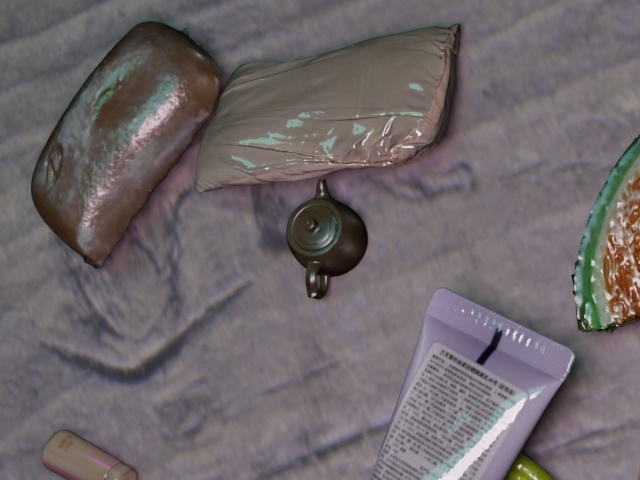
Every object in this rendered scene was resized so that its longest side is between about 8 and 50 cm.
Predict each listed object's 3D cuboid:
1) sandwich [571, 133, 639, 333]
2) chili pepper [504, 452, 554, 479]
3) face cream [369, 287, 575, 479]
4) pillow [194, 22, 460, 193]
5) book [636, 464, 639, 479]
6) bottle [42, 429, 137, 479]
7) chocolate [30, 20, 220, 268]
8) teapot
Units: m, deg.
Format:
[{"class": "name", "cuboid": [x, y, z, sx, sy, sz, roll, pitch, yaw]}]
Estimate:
[{"class": "sandwich", "cuboid": [0.323, -0.018, 1.677, 0.159, 0.079, 0.235, 9, 81, 15]}, {"class": "chili pepper", "cuboid": [0.163, 0.194, 1.698, 0.049, 0.043, 0.208, -34, 66, -18]}, {"class": "face cream", "cuboid": [0.112, 0.193, 1.663, 0.154, 0.096, 0.274, 27, 96, 32]}, {"class": "pillow", "cuboid": [0.007, -0.135, 1.842, 0.270, 0.067, 0.173, -7, 54, 22]}, {"class": "book", "cuboid": [0.361, 0.162, 1.566, 0.170, 0.018, 0.242, 17, 106, 34]}, {"class": "bottle", "cuboid": [-0.234, 0.230, 1.852, 0.096, 0.045, 0.045, 24, 84, 27]}, {"class": "chocolate", "cuboid": [-0.220, -0.115, 1.907, 0.161, 0.083, 0.261, 39, 98, 43]}, {"class": "teapot", "cuboid": [0.000, 0.000, 1.809, 0.076, 0.068, 0.121, 2, 75, 24]}]
